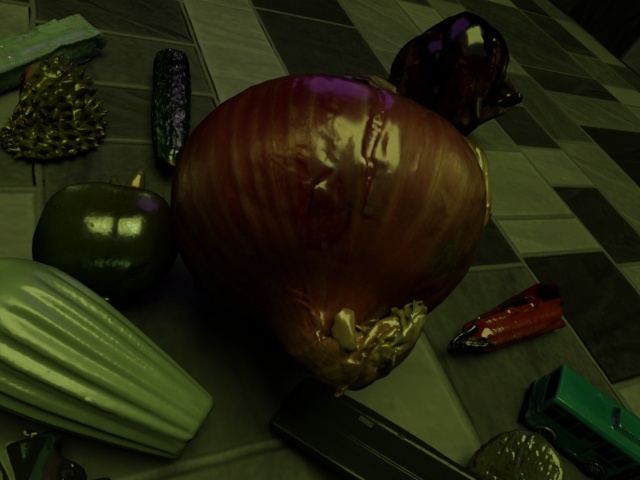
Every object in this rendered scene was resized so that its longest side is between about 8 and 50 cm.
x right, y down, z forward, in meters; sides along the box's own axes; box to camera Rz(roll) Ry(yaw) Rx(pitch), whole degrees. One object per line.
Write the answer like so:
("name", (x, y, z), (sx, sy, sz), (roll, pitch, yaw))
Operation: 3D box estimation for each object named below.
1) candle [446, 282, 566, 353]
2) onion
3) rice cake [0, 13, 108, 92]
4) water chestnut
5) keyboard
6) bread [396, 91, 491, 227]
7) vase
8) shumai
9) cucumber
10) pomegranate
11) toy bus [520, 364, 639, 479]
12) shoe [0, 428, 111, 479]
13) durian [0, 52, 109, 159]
("candle", (0.297, 0.124, 0.772), (0.301, 0.059, 0.084), (-9, 43, -35))
("onion", (0.013, -0.025, 0.563), (0.353, 0.354, 0.354), (14, 45, -15))
("rice cake", (-0.466, -0.277, 0.755), (0.066, 0.063, 0.336), (37, 42, -3))
("water chestnut", (0.286, -0.345, 1.076), (0.244, 0.289, 0.289), (53, 39, -21))
("keyboard", (0.036, 0.215, 0.543), (0.381, 0.041, 0.103), (32, 31, 14))
("bread", (0.151, -0.105, 0.780), (0.274, 0.274, 0.149), (29, 87, 0))
("vase", (-0.222, 0.121, 0.468), (0.248, 0.128, 0.128), (33, 43, -9))
("shumai", (0.231, 0.287, 0.578), (0.099, 0.124, 0.087), (44, 1, 43))
("cucumber", (-0.245, -0.212, 0.805), (0.067, 0.067, 0.294), (6, 49, -22))
("pomegranate", (-0.244, -0.012, 0.585), (0.152, 0.131, 0.191), (6, 25, -15))
("toy bus", (0.366, 0.252, 0.662), (0.160, 0.092, 0.079), (37, 45, 9))
("shoe", (-0.217, 0.226, 0.408), (0.099, 0.071, 0.169), (-16, 55, -40))
("durian", (-0.363, -0.196, 0.697), (0.119, 0.108, 0.187), (21, 43, -7))
